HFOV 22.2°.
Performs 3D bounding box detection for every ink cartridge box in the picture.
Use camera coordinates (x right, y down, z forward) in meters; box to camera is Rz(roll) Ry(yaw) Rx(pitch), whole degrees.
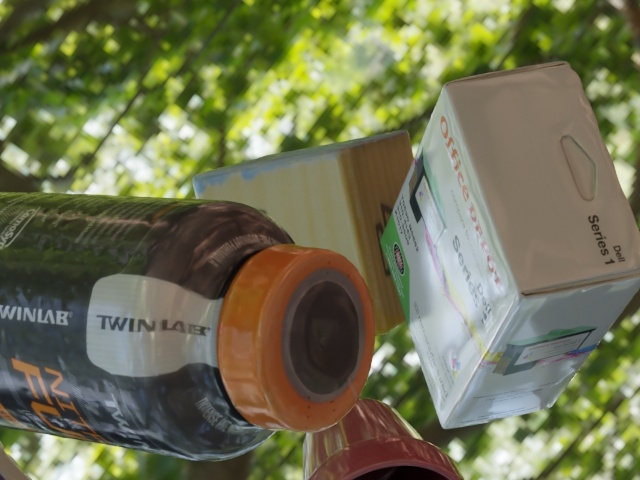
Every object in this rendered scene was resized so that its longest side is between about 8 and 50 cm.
[{"bbox_3d":[0.154,0.010,1.384,0.278,0.117,0.201,108,148,-61],"label":"ink cartridge box"}]

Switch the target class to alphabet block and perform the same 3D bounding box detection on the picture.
[{"bbox_3d":[0.000,0.000,1.749,0.193,0.192,0.197,-22,-78,-63],"label":"alphabet block"}]

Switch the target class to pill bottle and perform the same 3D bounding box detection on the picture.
[{"bbox_3d":[-0.092,0.041,0.833,0.246,0.130,0.130,3,165,40],"label":"pill bottle"}]

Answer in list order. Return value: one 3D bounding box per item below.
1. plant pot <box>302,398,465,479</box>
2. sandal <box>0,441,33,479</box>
[{"bbox_3d":[0.059,0.282,1.863,0.201,0.201,0.180,32,-163,-27],"label":"plant pot"},{"bbox_3d":[-0.319,0.308,1.581,0.416,0.169,0.102,50,-163,-14],"label":"sandal"}]
